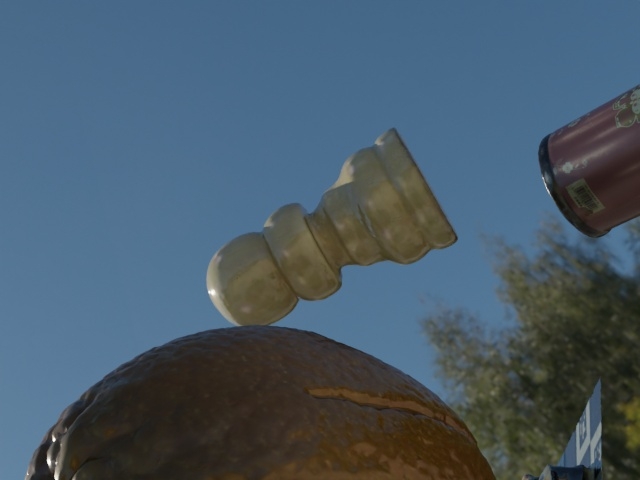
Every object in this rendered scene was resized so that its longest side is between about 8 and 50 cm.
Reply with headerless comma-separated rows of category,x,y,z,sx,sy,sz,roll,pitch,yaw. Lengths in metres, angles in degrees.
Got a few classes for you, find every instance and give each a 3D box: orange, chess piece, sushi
orange,-0.037,0.221,0.780,0.357,0.322,0.322,23,-72,-41
chess piece,0.000,0.000,1.337,0.300,0.167,0.167,-28,-34,7
sushi,0.292,0.393,1.498,0.100,0.296,0.373,7,-35,3

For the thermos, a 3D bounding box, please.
thermos,0.347,-0.111,0.933,0.330,0.109,0.136,-30,8,38
